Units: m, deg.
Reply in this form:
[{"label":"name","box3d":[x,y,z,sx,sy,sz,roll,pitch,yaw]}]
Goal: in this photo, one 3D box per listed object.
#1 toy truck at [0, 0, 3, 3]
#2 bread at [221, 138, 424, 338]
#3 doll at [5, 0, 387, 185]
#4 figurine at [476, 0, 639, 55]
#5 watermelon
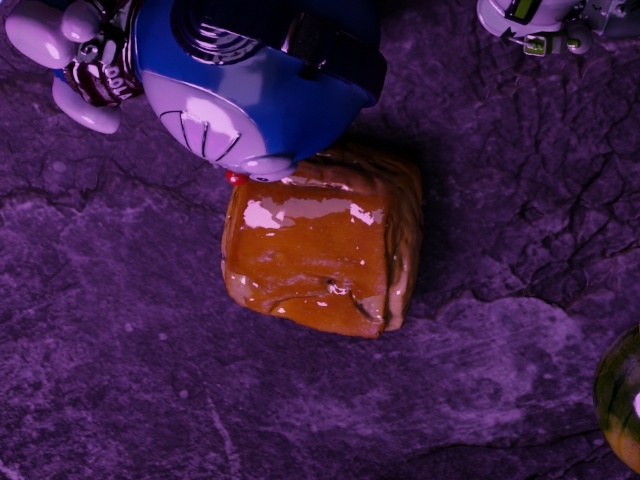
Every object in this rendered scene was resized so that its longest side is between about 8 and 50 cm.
[{"label":"toy truck","box3d":[-0.400,-0.343,1.474,0.175,0.146,0.367,-11,131,18]},{"label":"bread","box3d":[0.000,0.000,1.708,0.210,0.099,0.235,11,135,6]},{"label":"doll","box3d":[-0.091,-0.182,1.478,0.310,0.240,0.284,20,177,16]},{"label":"figurine","box3d":[0.211,-0.229,1.423,0.192,0.126,0.147,19,100,7]},{"label":"watermelon","box3d":[0.393,0.179,1.746,0.204,0.127,0.232,27,129,-5]}]
